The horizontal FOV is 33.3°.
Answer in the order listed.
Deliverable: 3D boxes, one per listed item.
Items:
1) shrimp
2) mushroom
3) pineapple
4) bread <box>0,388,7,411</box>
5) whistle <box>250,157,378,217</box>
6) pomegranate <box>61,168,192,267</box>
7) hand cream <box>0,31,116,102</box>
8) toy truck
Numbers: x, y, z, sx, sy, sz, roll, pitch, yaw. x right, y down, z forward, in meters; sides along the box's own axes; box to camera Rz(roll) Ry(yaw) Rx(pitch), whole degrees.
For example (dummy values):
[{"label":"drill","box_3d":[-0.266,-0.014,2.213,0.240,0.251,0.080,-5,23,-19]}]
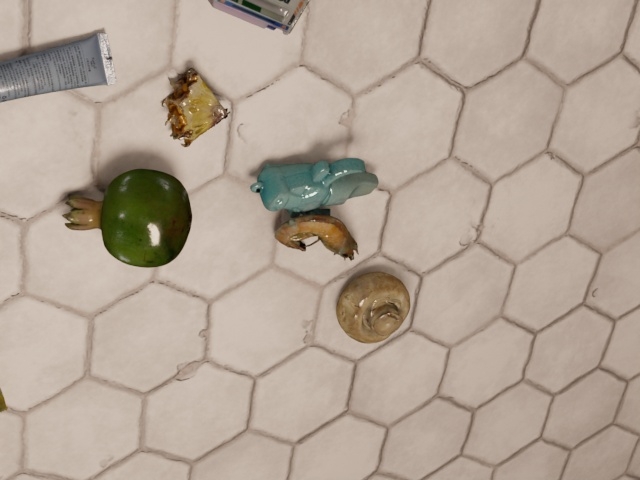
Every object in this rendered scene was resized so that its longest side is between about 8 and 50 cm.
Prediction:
[{"label":"shrimp","box_3d":[0.000,-0.002,2.161,0.144,0.052,0.251,-11,153,22]},{"label":"mushroom","box_3d":[0.114,0.147,2.291,0.166,0.127,0.166,-9,120,-17]},{"label":"pineapple","box_3d":[-0.217,-0.237,1.890,0.116,0.069,0.137,0,120,-27]},{"label":"bread","box_3d":[-0.676,0.321,2.030,0.156,0.064,0.117,-44,129,4]},{"label":"whistle","box_3d":[-0.012,-0.105,2.077,0.274,0.093,0.186,-3,149,-29]},{"label":"pomegranate","box_3d":[-0.341,-0.042,1.903,0.225,0.187,0.187,4,122,-2]},{"label":"hand cream","box_3d":[-0.471,-0.267,1.747,0.271,0.058,0.091,-18,117,-21]},{"label":"toy truck","box_3d":[-0.141,-0.453,1.748,0.268,0.124,0.155,15,118,-36]}]
